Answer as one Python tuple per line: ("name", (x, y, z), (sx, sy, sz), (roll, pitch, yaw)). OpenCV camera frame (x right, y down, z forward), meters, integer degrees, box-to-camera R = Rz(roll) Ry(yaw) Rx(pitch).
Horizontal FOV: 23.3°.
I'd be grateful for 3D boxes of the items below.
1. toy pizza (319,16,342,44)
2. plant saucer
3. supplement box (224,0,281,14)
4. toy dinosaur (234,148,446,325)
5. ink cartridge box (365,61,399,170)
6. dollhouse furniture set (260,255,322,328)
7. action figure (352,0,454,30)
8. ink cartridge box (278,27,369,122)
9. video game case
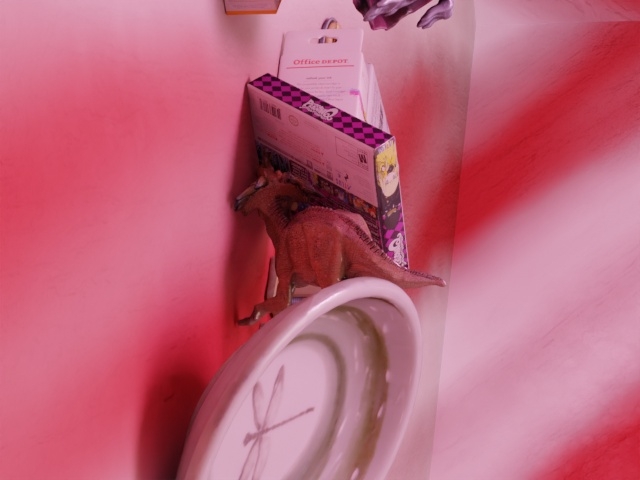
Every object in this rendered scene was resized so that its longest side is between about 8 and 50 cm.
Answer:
("toy pizza", (0.029, -0.245, 2.408), (0.201, 0.032, 0.201), (0, 90, -78))
("plant saucer", (-0.043, 0.208, 1.670), (0.400, 0.100, 0.400), (-36, 141, -37))
("supplement box", (-0.083, -0.310, 1.785), (0.036, 0.062, 0.098), (-74, 161, -51))
("toy dinosaur", (0.000, 0.000, 1.820), (0.127, 0.296, 0.200), (-16, 107, -46))
("ink cartridge box", (0.032, -0.093, 2.213), (0.278, 0.117, 0.201), (69, 24, -59))
("dollhouse furniture set", (-0.001, 0.131, 2.019), (0.129, 0.129, 0.183), (74, 19, -54))
("action figure", (0.031, -0.429, 1.820), (0.370, 0.276, 0.248), (60, -5, 14))
("ink cartridge box", (0.002, -0.184, 2.068), (0.067, 0.115, 0.198), (67, 26, -60))
("video game case", (0.009, -0.074, 1.894), (0.042, 0.232, 0.210), (-32, 133, -29))
